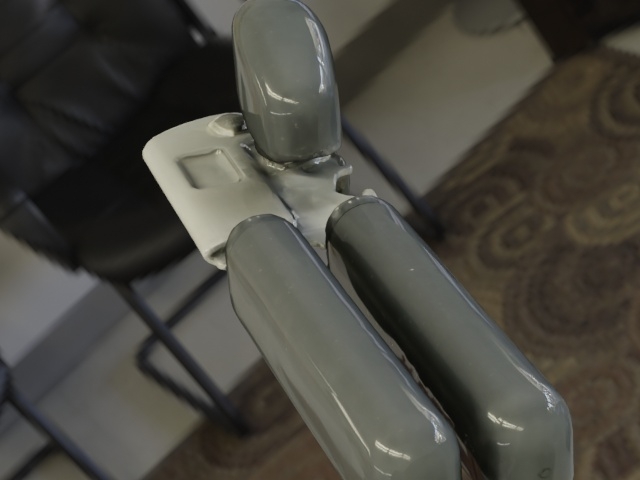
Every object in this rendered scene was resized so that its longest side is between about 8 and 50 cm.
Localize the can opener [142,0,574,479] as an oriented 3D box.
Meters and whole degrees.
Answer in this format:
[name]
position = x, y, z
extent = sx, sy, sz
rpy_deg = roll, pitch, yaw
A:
[can opener]
position = 0.000, 0.000, 0.635
extent = 0.074, 0.093, 0.280
rpy_deg = -13, 33, -14
